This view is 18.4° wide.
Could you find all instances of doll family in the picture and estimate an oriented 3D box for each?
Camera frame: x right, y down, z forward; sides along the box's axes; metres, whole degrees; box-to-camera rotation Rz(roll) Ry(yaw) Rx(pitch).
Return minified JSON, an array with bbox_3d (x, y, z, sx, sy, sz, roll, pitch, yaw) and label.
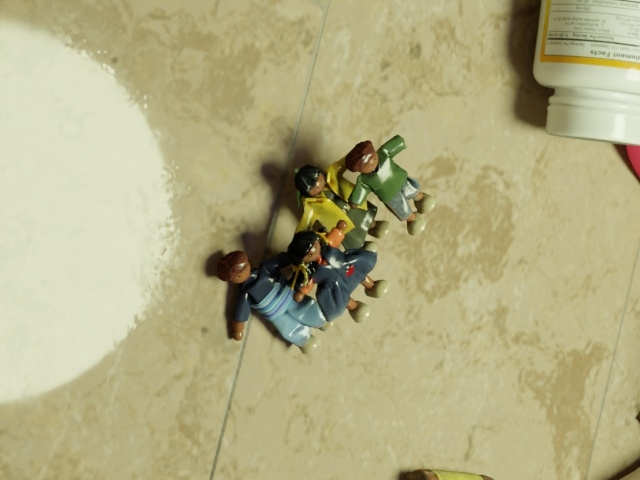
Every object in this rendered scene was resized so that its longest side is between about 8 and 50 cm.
[{"bbox_3d":[0.000,0.000,1.505,0.111,0.076,0.193,41,72,-42],"label":"doll family"}]

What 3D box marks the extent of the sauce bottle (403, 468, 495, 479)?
[{"bbox_3d":[0.125,0.216,1.662,0.128,0.042,0.042,10,89,-40],"label":"sauce bottle"}]

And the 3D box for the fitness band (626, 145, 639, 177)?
[{"bbox_3d":[0.395,-0.044,1.754,0.291,0.209,0.054,46,63,-36],"label":"fitness band"}]

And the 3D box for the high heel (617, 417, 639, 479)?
[{"bbox_3d":[0.306,0.251,1.803,0.117,0.082,0.244,49,51,-23],"label":"high heel"}]

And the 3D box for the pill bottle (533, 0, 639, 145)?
[{"bbox_3d":[0.243,-0.191,1.663,0.117,0.117,0.215,5,93,-42],"label":"pill bottle"}]
